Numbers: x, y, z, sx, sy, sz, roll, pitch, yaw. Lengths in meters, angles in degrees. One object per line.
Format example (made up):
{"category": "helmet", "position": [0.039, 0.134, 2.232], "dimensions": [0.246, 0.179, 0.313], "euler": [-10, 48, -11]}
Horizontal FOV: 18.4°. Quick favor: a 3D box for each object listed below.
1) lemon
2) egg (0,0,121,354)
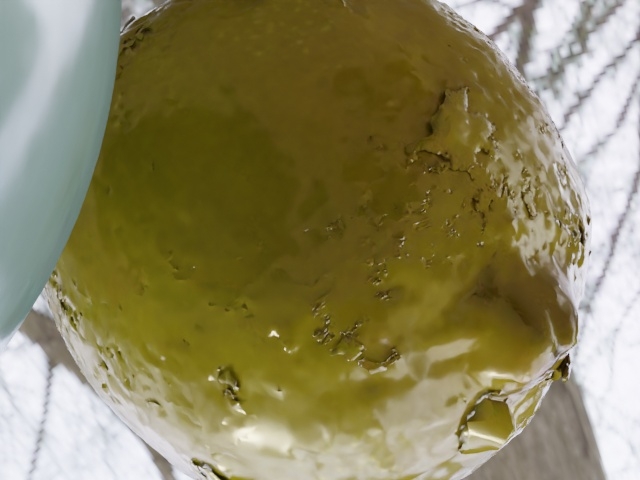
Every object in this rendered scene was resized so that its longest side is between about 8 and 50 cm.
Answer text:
{"category": "lemon", "position": [0.000, 0.000, 0.640], "dimensions": [0.173, 0.173, 0.206], "euler": [-44, -132, -13]}
{"category": "egg", "position": [-0.180, -0.056, 0.420], "dimensions": [0.276, 0.389, 0.276], "euler": [0, -90, -7]}
